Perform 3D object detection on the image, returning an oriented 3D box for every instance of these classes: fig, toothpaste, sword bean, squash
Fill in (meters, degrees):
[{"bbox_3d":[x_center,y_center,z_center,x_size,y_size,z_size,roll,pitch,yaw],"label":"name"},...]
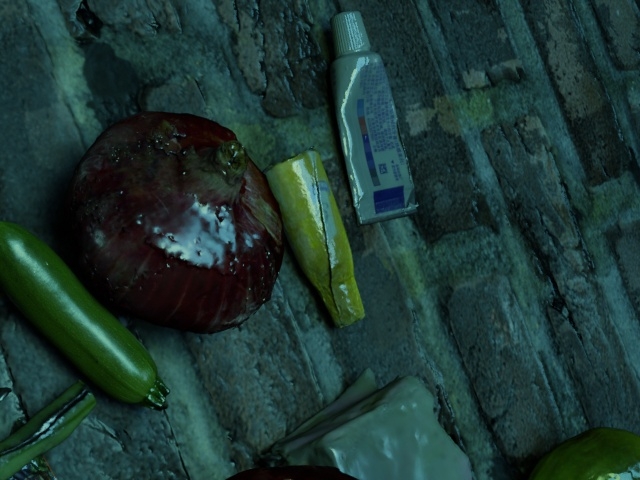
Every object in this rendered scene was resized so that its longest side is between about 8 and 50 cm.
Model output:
[{"bbox_3d":[0.348,0.347,1.452,0.234,0.167,0.167,-28,93,-1],"label":"fig"},{"bbox_3d":[0.063,-0.165,1.462,0.099,0.068,0.282,-12,92,-11],"label":"toothpaste"},{"bbox_3d":[-0.315,0.213,1.020,0.269,0.038,0.043,-33,81,-40],"label":"sword bean"},{"bbox_3d":[-0.248,0.081,1.112,0.258,0.069,0.069,50,50,-16],"label":"squash"}]

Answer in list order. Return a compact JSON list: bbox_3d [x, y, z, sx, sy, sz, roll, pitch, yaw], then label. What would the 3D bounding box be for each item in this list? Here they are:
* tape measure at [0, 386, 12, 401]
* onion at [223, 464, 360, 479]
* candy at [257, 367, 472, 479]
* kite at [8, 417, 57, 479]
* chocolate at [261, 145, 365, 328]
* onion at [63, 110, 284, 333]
[{"bbox_3d":[-0.424,0.144,0.910,0.271,0.133,0.231,42,52,-23],"label":"tape measure"},{"bbox_3d":[-0.027,0.362,1.017,0.341,0.341,0.341,14,66,-35],"label":"onion"},{"bbox_3d":[0.054,0.261,1.247,0.195,0.137,0.184,-28,93,-39],"label":"candy"},{"bbox_3d":[-0.293,0.286,1.041,0.189,0.009,0.232,24,61,-31],"label":"kite"},{"bbox_3d":[0.000,0.000,1.340,0.086,0.086,0.219,-26,94,-41],"label":"chocolate"},{"bbox_3d":[-0.136,-0.028,1.143,0.252,0.219,0.252,25,47,-30],"label":"onion"}]
